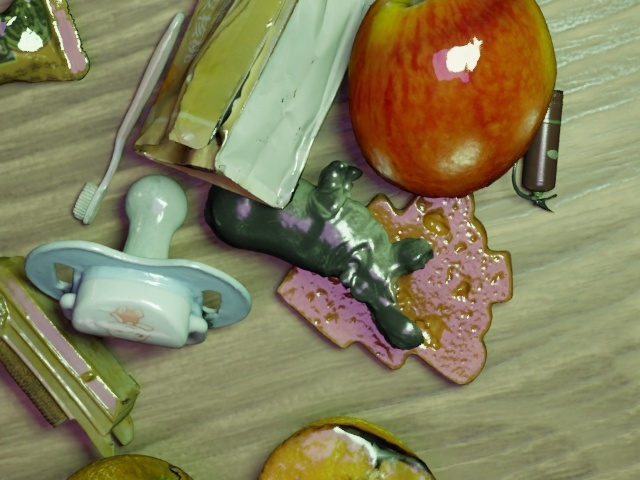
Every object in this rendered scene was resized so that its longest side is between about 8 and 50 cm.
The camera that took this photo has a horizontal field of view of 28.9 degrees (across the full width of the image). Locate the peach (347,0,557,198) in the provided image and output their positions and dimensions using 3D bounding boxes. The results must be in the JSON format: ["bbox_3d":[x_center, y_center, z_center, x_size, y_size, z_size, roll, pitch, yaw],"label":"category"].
[{"bbox_3d":[0.162,-0.185,1.489,0.281,0.238,0.281,-11,109,-32],"label":"peach"}]

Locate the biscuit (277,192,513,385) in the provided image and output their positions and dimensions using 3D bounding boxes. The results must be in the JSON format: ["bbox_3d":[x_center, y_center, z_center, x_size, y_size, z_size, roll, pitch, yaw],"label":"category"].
[{"bbox_3d":[0.096,0.051,1.619,0.306,0.043,0.284,-3,98,6],"label":"biscuit"}]

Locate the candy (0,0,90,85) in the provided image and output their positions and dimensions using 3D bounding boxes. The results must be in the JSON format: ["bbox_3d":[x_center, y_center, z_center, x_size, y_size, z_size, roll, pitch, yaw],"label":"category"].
[{"bbox_3d":[-0.440,-0.247,1.591,0.271,0.101,0.143,-14,103,0],"label":"candy"}]

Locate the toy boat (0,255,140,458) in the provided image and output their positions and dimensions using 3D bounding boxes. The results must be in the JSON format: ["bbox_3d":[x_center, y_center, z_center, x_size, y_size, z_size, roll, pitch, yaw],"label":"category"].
[{"bbox_3d":[-0.356,0.157,1.642,0.115,0.089,0.310,-40,95,21],"label":"toy boat"}]

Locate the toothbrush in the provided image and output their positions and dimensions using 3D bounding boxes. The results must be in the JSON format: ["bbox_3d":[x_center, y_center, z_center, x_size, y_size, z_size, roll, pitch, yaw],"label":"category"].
[{"bbox_3d":[-0.251,-0.161,1.624,0.029,0.025,0.307,28,99,8],"label":"toothbrush"}]

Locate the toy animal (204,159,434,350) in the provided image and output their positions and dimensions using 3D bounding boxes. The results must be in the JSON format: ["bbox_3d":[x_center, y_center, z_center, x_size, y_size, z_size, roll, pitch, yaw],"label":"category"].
[{"bbox_3d":[0.013,-0.012,1.545,0.343,0.106,0.168,32,94,15],"label":"toy animal"}]

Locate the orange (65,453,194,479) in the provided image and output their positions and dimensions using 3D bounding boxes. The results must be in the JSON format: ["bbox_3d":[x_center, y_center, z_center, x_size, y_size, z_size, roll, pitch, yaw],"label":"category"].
[{"bbox_3d":[-0.247,0.409,1.579,0.274,0.274,0.274,1,98,4],"label":"orange"}]

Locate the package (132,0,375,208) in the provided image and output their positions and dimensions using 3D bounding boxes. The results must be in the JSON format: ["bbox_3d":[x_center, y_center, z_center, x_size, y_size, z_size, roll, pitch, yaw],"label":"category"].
[{"bbox_3d":[-0.092,-0.227,1.477,0.221,0.165,0.311,23,82,18],"label":"package"}]

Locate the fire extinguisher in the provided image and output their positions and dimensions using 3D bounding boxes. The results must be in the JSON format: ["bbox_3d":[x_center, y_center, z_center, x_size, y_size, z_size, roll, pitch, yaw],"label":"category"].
[{"bbox_3d":[0.275,-0.113,1.579,0.078,0.045,0.157,-1,100,-31],"label":"fire extinguisher"}]

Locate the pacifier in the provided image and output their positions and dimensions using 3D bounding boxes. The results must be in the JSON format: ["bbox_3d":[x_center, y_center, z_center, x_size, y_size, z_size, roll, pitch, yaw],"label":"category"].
[{"bbox_3d":[-0.221,0.025,1.588,0.287,0.238,0.226,11,67,1],"label":"pacifier"}]

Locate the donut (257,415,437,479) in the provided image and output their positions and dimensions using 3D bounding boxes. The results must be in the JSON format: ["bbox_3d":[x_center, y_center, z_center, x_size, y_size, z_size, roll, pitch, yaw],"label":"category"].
[{"bbox_3d":[0.035,0.350,1.627,0.253,0.118,0.254,1,96,6],"label":"donut"}]
